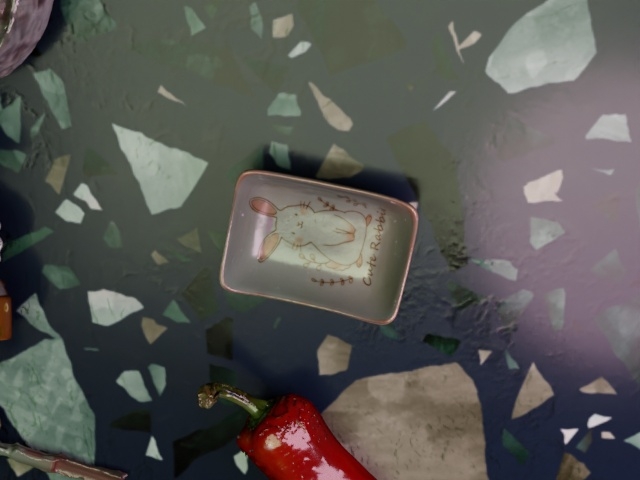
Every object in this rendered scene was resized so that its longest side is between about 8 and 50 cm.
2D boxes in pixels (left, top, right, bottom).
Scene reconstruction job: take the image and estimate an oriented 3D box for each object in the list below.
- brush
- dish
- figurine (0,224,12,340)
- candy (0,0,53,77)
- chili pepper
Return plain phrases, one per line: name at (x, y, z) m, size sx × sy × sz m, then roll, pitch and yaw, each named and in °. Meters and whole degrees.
brush at (-0.390, 0.261, 1.590) m, size 0.301 × 0.071 × 0.084 m, roll 16°, pitch 122°, yaw -8°
dish at (0.000, 0.000, 1.470) m, size 0.212 × 0.077 × 0.151 m, roll 12°, pitch 107°, yaw 2°
figurine at (-0.436, 0.043, 1.488) m, size 0.143 × 0.143 × 0.271 m, roll -4°, pitch 105°, yaw 6°
candy at (-0.400, -0.309, 1.382) m, size 0.214 × 0.157 × 0.290 m, roll 13°, pitch 104°, yaw 11°
chili pepper at (0.004, 0.288, 1.536) m, size 0.110 × 0.110 × 0.387 m, roll -39°, pitch 104°, yaw 13°
